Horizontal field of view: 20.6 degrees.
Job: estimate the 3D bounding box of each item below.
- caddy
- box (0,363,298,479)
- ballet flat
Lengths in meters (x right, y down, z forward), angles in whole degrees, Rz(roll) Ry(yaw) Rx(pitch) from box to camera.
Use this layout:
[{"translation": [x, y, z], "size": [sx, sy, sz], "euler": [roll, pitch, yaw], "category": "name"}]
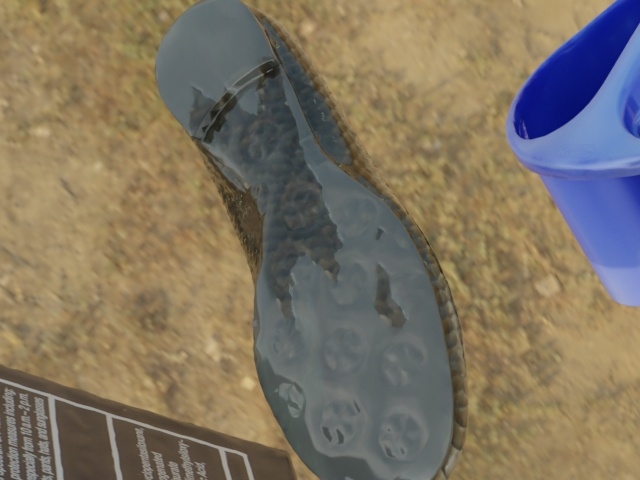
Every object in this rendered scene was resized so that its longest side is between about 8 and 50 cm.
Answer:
[{"translation": [0.264, -0.107, 1.007], "size": [0.341, 0.179, 0.241], "euler": [-41, 23, -26], "category": "caddy"}, {"translation": [-0.153, 0.177, 0.618], "size": [0.182, 0.294, 0.296], "euler": [-62, 21, 18], "category": "box"}, {"translation": [0.000, 0.000, 0.687], "size": [0.084, 0.058, 0.250], "euler": [-39, 52, 14], "category": "ballet flat"}]
